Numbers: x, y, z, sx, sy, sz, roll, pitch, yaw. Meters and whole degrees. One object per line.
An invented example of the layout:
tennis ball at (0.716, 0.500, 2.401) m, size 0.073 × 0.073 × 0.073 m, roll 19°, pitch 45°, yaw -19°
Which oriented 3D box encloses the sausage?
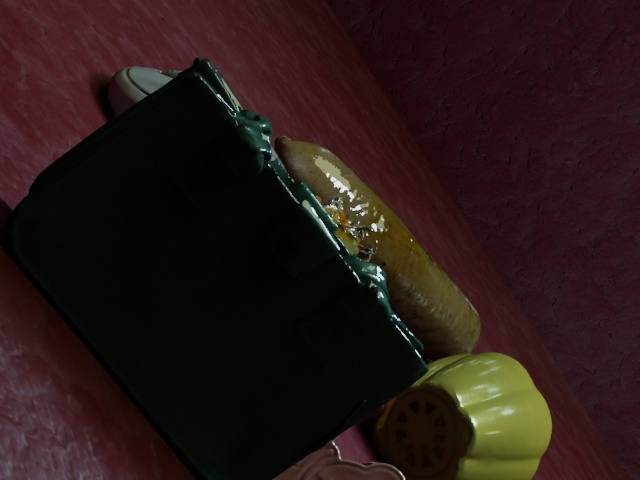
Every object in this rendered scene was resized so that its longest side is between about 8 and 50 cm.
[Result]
sausage at (0.091, 0.026, 2.434) m, size 0.501 × 0.123 × 0.136 m, roll 46°, pitch 12°, yaw -34°

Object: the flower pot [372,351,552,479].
flower pot at (0.165, 0.233, 2.014) m, size 0.195 × 0.195 × 0.179 m, roll 58°, pitch 23°, yaw 18°

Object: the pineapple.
pineapple at (0.000, 0.001, 2.104) m, size 0.233 × 0.135 × 0.079 m, roll 45°, pitch 14°, yaw -36°

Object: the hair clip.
hair clip at (0.000, 0.229, 1.521) m, size 0.138 × 0.123 × 0.102 m, roll 55°, pitch -19°, yaw -26°

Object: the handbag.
handbag at (-0.088, 0.037, 1.379) m, size 0.326 × 0.238 × 0.089 m, roll 52°, pitch 16°, yaw -11°

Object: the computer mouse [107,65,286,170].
computer mouse at (-0.125, -0.099, 1.924) m, size 0.297 × 0.121 × 0.184 m, roll 56°, pitch 13°, yaw -1°
